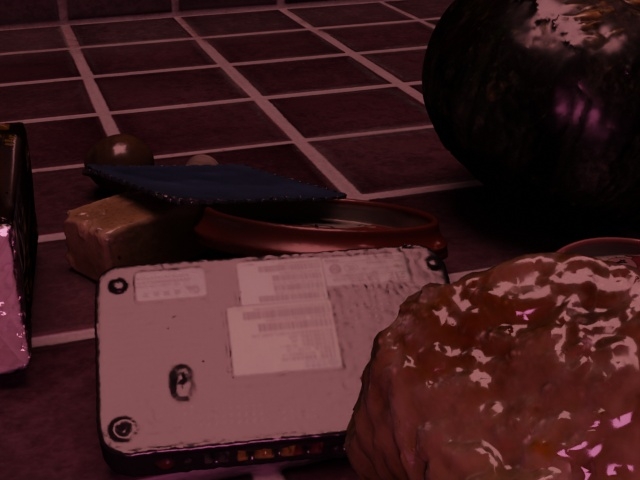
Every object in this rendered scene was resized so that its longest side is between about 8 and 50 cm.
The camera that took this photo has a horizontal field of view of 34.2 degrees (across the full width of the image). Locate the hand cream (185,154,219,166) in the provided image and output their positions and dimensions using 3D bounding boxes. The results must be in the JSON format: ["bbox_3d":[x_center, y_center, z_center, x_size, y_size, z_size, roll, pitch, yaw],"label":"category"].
[{"bbox_3d":[-0.189,-0.074,1.556,0.087,0.054,0.186,5,30,3],"label":"hand cream"}]

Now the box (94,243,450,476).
[{"bbox_3d":[-0.036,0.108,0.994,0.350,0.058,0.211,-4,51,-9],"label":"box"}]

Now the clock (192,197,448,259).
[{"bbox_3d":[0.000,0.000,1.297,0.318,0.080,0.318,3,10,-1],"label":"clock"}]

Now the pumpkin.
[{"bbox_3d":[0.358,-0.206,1.463,0.454,0.344,0.454,18,29,-11],"label":"pumpkin"}]

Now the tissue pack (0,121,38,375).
[{"bbox_3d":[-0.431,0.008,1.178,0.210,0.198,0.370,-3,23,-14],"label":"tissue pack"}]

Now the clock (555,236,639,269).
[{"bbox_3d":[0.360,0.071,1.163,0.244,0.056,0.244,4,29,-2],"label":"clock"}]

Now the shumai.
[{"bbox_3d":[0.142,0.164,0.675,0.314,0.267,0.262,-37,11,26],"label":"shumai"}]

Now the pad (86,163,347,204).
[{"bbox_3d":[-0.143,-0.079,1.410,0.269,0.012,0.269,-3,14,-36],"label":"pad"}]

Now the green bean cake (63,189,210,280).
[{"bbox_3d":[-0.234,-0.012,1.360,0.179,0.085,0.109,-22,30,-38],"label":"green bean cake"}]

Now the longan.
[{"bbox_3d":[-0.312,-0.117,1.600,0.113,0.092,0.113,0,25,0],"label":"longan"}]
